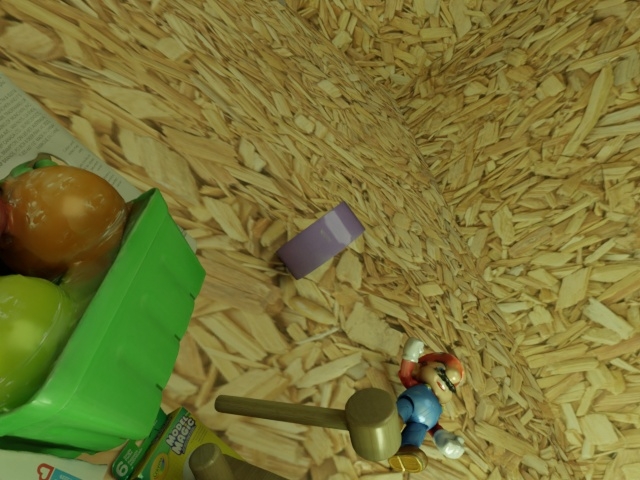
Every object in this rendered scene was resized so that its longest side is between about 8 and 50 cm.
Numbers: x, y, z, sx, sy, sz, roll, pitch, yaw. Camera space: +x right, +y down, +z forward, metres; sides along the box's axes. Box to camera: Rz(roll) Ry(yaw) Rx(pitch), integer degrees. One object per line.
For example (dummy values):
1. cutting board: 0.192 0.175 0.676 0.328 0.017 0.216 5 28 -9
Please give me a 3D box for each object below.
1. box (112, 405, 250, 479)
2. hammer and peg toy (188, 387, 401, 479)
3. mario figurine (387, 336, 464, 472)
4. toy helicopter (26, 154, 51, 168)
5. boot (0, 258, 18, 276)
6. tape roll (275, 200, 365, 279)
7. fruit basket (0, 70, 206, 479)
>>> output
1. box: -0.164 0.296 0.556 0.179 0.043 0.105 45 31 -13
2. hammer and peg toy: -0.062 0.307 0.430 0.361 0.266 0.127 -44 125 -46
3. mario figurine: 0.242 0.339 0.961 0.321 0.170 0.197 -31 120 -53
4. toy helicopter: -0.451 -0.112 0.450 0.355 0.235 0.140 25 63 -75
5. boot: -0.382 0.094 0.365 0.377 0.138 0.284 55 29 12
6. tape roll: 0.000 0.000 0.953 0.080 0.189 0.189 53 29 -1
7. fruit basket: -0.274 0.010 0.349 0.353 0.166 0.326 43 33 -30
